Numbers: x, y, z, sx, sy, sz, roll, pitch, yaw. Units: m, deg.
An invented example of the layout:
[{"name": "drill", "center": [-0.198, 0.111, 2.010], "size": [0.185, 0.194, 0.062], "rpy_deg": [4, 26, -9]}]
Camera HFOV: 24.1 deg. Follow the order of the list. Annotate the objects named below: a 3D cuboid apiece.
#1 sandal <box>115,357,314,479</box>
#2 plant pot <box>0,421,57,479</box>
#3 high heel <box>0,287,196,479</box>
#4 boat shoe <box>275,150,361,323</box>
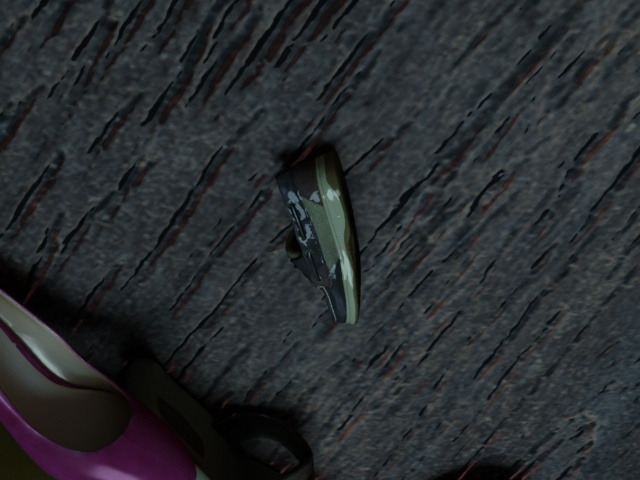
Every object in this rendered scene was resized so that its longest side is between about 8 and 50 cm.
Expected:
[{"name": "sandal", "center": [-0.054, 0.186, 1.216], "size": [0.086, 0.120, 0.303], "rpy_deg": [-32, 136, 9]}, {"name": "plant pot", "center": [-0.233, 0.243, 1.131], "size": [0.187, 0.212, 0.212], "rpy_deg": [21, 138, 1]}, {"name": "high heel", "center": [-0.187, 0.094, 1.046], "size": [0.244, 0.082, 0.117], "rpy_deg": [35, 146, 6]}, {"name": "boat shoe", "center": [0.000, 0.000, 1.039], "size": [0.049, 0.056, 0.152], "rpy_deg": [-5, 132, 6]}]
